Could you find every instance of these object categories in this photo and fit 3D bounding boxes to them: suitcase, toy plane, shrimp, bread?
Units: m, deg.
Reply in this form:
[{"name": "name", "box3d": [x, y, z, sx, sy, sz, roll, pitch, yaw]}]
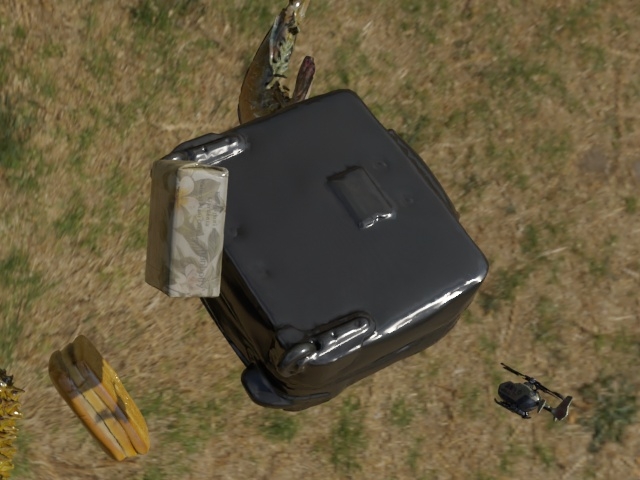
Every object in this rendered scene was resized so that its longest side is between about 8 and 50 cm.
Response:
[{"name": "suitcase", "box3d": [0.000, 0.000, 1.234, 0.339, 0.188, 0.345, -26, 65, -24]}, {"name": "toy plane", "box3d": [0.241, 0.182, 1.157, 0.031, 0.120, 0.049, 31, 87, -33]}, {"name": "shrimp", "box3d": [-0.050, -0.262, 1.500, 0.052, 0.143, 0.251, 6, 107, -46]}, {"name": "bread", "box3d": [-0.328, 0.240, 1.497, 0.077, 0.116, 0.200, -33, 114, -9]}]

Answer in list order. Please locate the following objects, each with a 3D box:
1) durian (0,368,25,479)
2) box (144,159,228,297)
[{"name": "durian", "box3d": [-0.452, 0.229, 1.237, 0.138, 0.250, 0.183, -30, 125, 11]}, {"name": "box", "box3d": [-0.098, -0.009, 0.730, 0.045, 0.062, 0.098, 3, 95, -28]}]
